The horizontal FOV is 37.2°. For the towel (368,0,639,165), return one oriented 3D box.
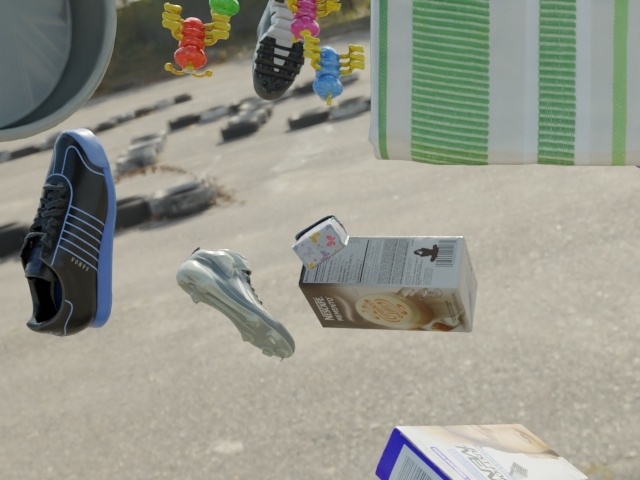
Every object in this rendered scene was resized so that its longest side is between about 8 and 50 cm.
[{"bbox_3d":[0.207,-0.196,0.937,0.325,0.247,0.038,1,1,17],"label":"towel"}]

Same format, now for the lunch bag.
[{"bbox_3d":[0.000,0.000,1.377,0.071,0.053,0.083,-33,5,12],"label":"lunch bag"}]

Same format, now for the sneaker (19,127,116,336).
[{"bbox_3d":[-0.284,-0.009,1.053,0.081,0.232,0.090,-1,3,37],"label":"sneaker"}]

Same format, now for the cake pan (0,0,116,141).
[{"bbox_3d":[-0.313,-0.218,0.800,0.054,0.293,0.293,-16,9,46],"label":"cake pan"}]

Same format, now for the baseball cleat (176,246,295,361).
[{"bbox_3d":[-0.107,0.081,1.383,0.072,0.206,0.109,-45,8,47],"label":"baseball cleat"}]

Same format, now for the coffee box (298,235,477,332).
[{"bbox_3d":[0.108,0.068,1.480,0.247,0.141,0.098,0,56,20],"label":"coffee box"}]

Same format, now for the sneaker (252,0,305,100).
[{"bbox_3d":[-0.065,-0.304,1.498,0.078,0.234,0.106,14,-28,-10],"label":"sneaker"}]

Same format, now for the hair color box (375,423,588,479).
[{"bbox_3d":[0.287,0.414,1.669,0.339,0.110,0.185,10,18,-40],"label":"hair color box"}]

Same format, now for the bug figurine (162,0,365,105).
[{"bbox_3d":[-0.079,-0.290,1.321,0.279,0.216,0.072,11,-34,-11],"label":"bug figurine"}]

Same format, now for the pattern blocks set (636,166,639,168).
[{"bbox_3d":[0.590,-0.163,1.480,0.285,0.026,0.325,-60,12,-3],"label":"pattern blocks set"}]
